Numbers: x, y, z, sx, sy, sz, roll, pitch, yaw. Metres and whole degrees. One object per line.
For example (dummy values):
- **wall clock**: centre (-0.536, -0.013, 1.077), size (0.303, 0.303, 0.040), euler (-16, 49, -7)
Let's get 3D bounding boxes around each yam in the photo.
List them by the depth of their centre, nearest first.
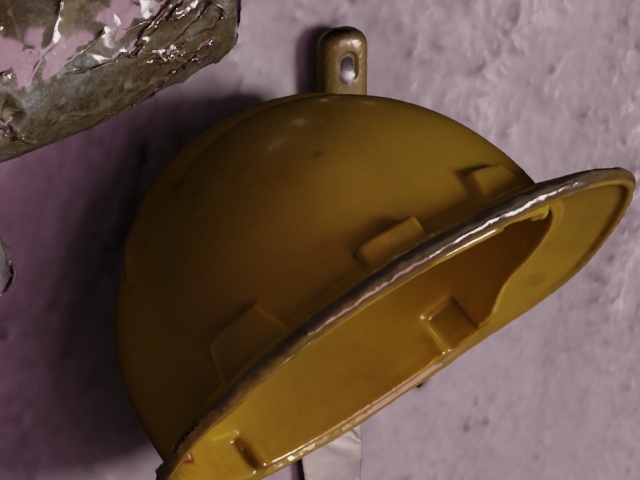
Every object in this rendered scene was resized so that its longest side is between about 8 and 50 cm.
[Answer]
- **yam**: centre (-0.112, -0.092, 0.711), size (0.183, 0.107, 0.107), euler (-29, 125, -25)

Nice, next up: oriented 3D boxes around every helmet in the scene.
- **helmet**: centre (0.000, 0.000, 0.812), size (0.257, 0.140, 0.205), euler (-32, 163, -19)

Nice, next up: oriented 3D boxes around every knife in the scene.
- **knife**: centre (0.003, 0.033, 0.917), size (0.047, 0.017, 0.297), euler (-15, 119, -28)

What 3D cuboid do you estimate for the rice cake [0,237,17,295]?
- **rice cake**: centre (-0.222, 0.037, 0.718), size (0.211, 0.034, 0.043), euler (-21, 112, -31)
